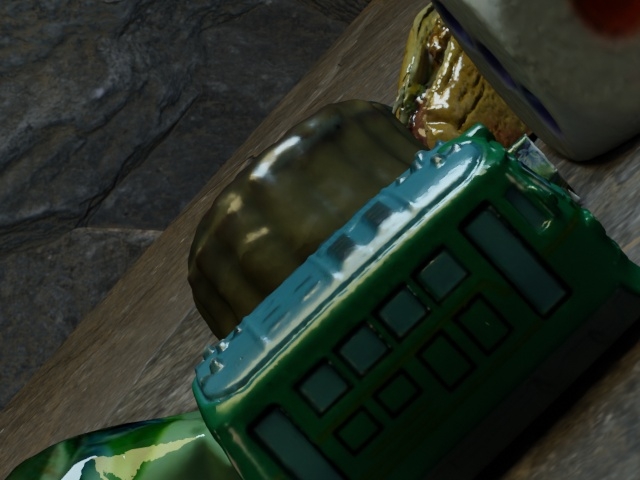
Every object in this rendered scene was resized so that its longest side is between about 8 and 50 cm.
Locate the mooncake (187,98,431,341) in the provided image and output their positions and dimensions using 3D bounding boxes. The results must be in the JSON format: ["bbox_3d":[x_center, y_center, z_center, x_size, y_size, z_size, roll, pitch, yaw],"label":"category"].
[{"bbox_3d":[0.000,0.000,1.584,0.290,0.161,0.290,-41,-14,-12],"label":"mooncake"}]

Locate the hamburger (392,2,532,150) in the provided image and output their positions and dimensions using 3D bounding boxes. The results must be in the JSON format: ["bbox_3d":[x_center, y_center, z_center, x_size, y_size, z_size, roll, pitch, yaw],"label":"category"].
[{"bbox_3d":[0.183,-0.190,1.833,0.282,0.245,0.155,-21,-3,-29],"label":"hamburger"}]

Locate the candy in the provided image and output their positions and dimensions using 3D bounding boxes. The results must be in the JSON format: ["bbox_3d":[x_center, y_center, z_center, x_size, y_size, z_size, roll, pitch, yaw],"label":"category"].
[{"bbox_3d":[-0.145,0.225,1.509,0.398,0.172,0.263,-33,14,-10],"label":"candy"}]

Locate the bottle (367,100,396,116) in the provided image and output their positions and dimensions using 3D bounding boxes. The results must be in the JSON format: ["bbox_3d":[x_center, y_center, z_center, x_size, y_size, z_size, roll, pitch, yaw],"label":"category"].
[{"bbox_3d":[0.047,-0.076,1.968,0.144,0.144,0.336,-39,10,23],"label":"bottle"}]

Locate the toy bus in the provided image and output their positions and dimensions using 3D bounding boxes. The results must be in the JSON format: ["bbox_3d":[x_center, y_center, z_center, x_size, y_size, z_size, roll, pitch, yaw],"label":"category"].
[{"bbox_3d":[0.067,0.076,1.202,0.343,0.199,0.183,-43,10,-4],"label":"toy bus"}]

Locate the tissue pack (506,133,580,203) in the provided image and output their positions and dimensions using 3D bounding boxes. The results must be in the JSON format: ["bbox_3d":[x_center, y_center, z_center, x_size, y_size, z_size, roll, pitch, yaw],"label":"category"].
[{"bbox_3d":[0.183,-0.030,1.501,0.111,0.079,0.085,-42,-20,8],"label":"tissue pack"}]

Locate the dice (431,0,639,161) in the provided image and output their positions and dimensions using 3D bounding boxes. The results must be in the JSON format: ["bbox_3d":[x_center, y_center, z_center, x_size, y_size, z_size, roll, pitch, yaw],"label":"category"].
[{"bbox_3d":[0.258,-0.253,1.578,0.243,0.259,0.251,-42,10,0],"label":"dice"}]
